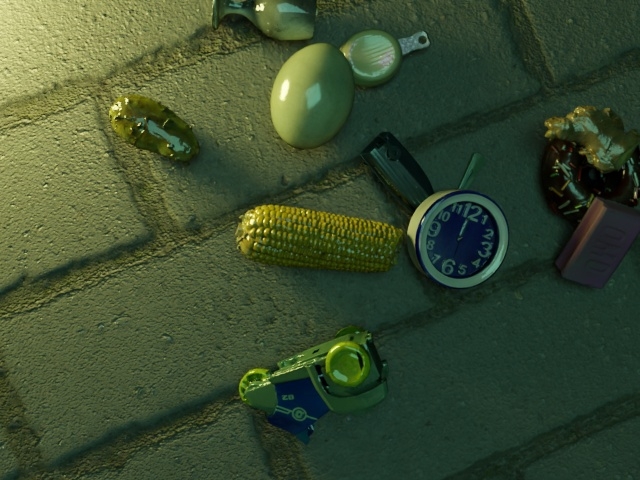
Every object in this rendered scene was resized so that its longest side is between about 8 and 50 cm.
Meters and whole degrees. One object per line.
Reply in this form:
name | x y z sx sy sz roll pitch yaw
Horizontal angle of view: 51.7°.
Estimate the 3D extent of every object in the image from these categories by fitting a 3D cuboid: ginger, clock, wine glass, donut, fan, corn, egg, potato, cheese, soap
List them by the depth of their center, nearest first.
corn | 0.000 0.000 1.505 0.388 0.144 0.143 7 85 -3
egg | -0.016 -0.328 1.505 0.187 0.186 0.253 20 87 -3
potato | -0.378 -0.255 1.514 0.226 0.090 0.117 30 84 -1
ginger | 0.625 -0.247 1.518 0.213 0.074 0.137 32 81 4
clock | 0.319 -0.004 1.538 0.231 0.083 0.230 -2 98 -13
wine glass | -0.129 -0.536 1.544 0.241 0.126 0.126 5 85 -6
soap | 0.654 0.007 1.550 0.122 0.065 0.203 16 118 -10
cheese | 0.158 -0.453 1.593 0.228 0.064 0.137 -21 91 -5
donut | 0.664 -0.162 1.599 0.270 0.103 0.269 1 84 -6
fan | 0.348 -0.129 1.609 0.038 0.016 0.193 30 83 -4

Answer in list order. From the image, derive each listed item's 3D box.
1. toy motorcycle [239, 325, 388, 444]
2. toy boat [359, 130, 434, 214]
toy motorcycle | -0.006 0.334 1.470 0.327 0.191 0.199 -24 92 8
toy boat | 0.192 -0.148 1.567 0.246 0.103 0.093 48 69 -14
